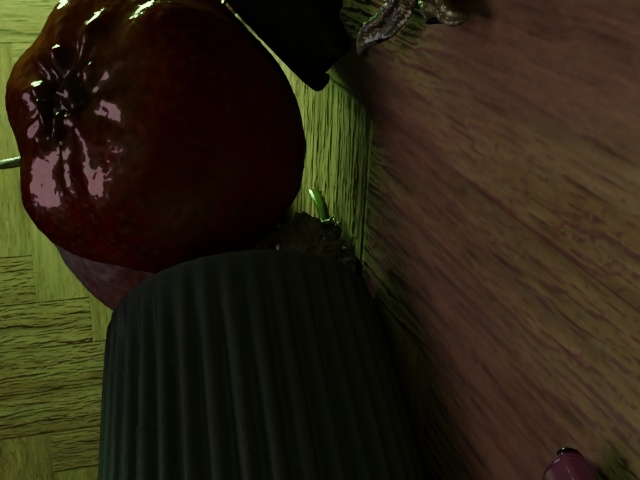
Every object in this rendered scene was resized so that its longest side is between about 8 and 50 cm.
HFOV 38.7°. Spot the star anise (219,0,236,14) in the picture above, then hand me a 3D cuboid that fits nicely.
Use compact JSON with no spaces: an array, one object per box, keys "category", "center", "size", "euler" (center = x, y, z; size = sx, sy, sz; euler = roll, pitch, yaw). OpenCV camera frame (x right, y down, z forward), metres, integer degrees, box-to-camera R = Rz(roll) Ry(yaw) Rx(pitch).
[{"category":"star anise","center":[-0.120,-0.302,1.239],"size":[0.140,0.144,0.158],"euler":[3,-92,-62]}]

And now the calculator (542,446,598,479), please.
[{"category":"calculator","center":[0.148,0.216,0.527],"size":[0.190,0.034,0.127],"euler":[96,160,-49]}]

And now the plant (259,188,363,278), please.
[{"category":"plant","center":[0.000,0.000,0.916],"size":[0.116,0.104,0.122],"euler":[-5,59,40]}]

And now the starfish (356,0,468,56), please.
[{"category":"starfish","center":[0.054,-0.225,0.655],"size":[0.208,0.053,0.176],"euler":[-150,47,-71]}]

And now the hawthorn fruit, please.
[{"category":"hawthorn fruit","center":[-0.128,-0.099,0.887],"size":[0.287,0.330,0.287],"euler":[-7,79,36]}]

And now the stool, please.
[{"category":"stool","center":[-0.050,0.207,0.761],"size":[0.297,0.297,0.330],"euler":[111,153,-56]}]

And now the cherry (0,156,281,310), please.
[{"category":"cherry","center":[-0.199,-0.046,1.160],"size":[0.335,0.291,0.326],"euler":[123,124,-86]}]

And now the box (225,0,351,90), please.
[{"category":"box","center":[-0.118,-0.330,0.852],"size":[0.359,0.091,0.350],"euler":[45,-171,-38]}]
